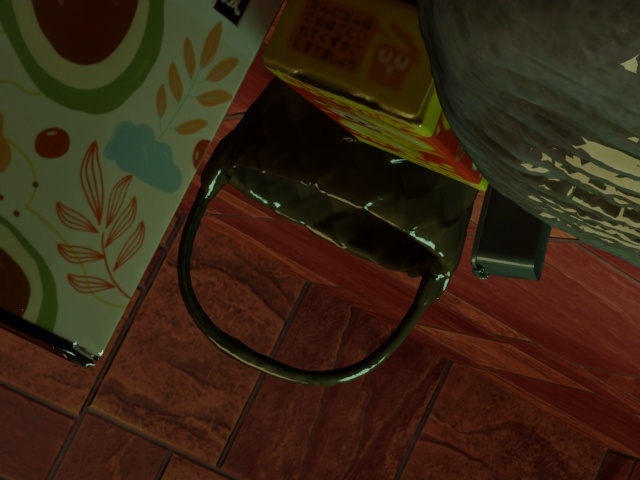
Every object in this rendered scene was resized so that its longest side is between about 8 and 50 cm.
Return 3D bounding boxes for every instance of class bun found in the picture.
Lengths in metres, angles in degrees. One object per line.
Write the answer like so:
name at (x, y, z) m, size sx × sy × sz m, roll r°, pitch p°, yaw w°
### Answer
bun at (0.215, -0.087, 0.620) m, size 0.361 × 0.211 × 0.362 m, roll 23°, pitch 169°, yaw 5°

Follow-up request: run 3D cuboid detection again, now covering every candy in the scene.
candy at (0.069, -0.127, 1.090) m, size 0.146 × 0.088 × 0.276 m, roll 23°, pitch 178°, yaw 21°

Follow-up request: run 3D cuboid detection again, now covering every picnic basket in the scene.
picnic basket at (0.000, 0.000, 1.391) m, size 0.293 × 0.337 × 0.337 m, roll 26°, pitch 171°, yaw -3°

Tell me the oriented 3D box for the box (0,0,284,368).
box at (-0.233, -0.151, 0.947) m, size 0.122 × 0.385 × 0.344 m, roll 17°, pitch 167°, yaw 47°

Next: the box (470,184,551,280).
box at (0.209, -0.015, 1.383) m, size 0.069 × 0.122 × 0.084 m, roll 11°, pitch 168°, yaw 17°
